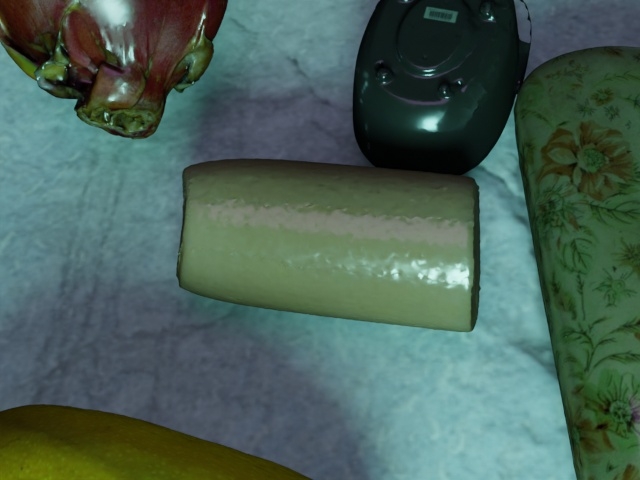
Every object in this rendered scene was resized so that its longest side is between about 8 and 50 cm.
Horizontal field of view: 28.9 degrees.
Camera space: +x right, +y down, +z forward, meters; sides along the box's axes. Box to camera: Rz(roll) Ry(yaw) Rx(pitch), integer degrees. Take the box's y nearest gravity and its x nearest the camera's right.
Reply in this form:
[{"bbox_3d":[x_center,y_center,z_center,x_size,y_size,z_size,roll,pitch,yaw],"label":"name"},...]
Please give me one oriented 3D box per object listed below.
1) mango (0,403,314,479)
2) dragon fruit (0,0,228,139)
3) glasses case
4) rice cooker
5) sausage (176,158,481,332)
[{"bbox_3d":[-0.107,0.197,0.830,0.359,0.187,0.144,17,76,16],"label":"mango"},{"bbox_3d":[-0.190,-0.251,1.080,0.250,0.250,0.315,0,52,6],"label":"dragon fruit"},{"bbox_3d":[0.246,0.031,0.939,0.156,0.098,0.425,-7,59,5],"label":"glasses case"},{"bbox_3d":[0.100,-0.149,1.051,0.142,0.118,0.203,12,65,14],"label":"rice cooker"},{"bbox_3d":[0.000,0.000,0.974,0.252,0.123,0.123,5,60,10],"label":"sausage"}]
